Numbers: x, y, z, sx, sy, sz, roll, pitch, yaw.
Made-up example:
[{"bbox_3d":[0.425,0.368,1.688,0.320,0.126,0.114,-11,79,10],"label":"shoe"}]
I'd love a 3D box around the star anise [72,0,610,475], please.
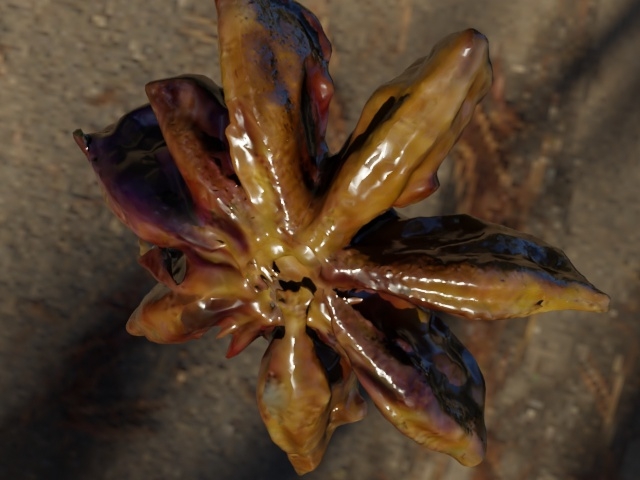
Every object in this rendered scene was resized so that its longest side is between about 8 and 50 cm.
[{"bbox_3d":[-0.001,0.000,0.521,0.057,0.168,0.168,-46,136,-44],"label":"star anise"}]
